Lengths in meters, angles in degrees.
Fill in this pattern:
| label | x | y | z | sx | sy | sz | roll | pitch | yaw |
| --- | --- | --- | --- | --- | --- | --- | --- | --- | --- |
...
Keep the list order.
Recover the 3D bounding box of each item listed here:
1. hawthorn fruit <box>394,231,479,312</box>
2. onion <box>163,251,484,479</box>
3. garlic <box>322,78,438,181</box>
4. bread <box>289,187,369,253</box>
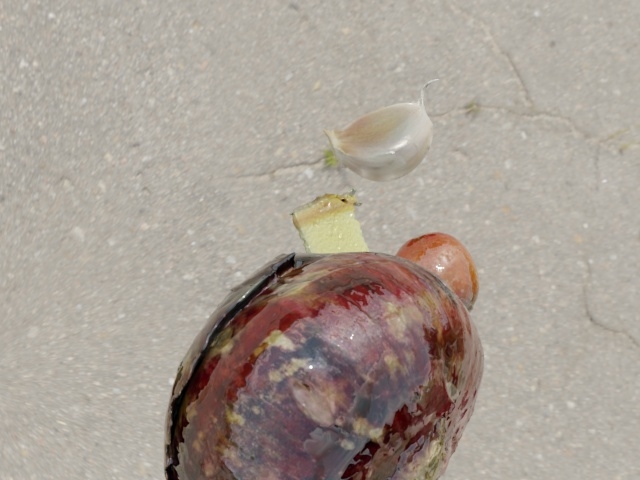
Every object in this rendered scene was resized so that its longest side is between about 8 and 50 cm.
| label | x | y | z | sx | sy | sz | roll | pitch | yaw |
| --- | --- | --- | --- | --- | --- | --- | --- | --- | --- |
| hawthorn fruit | 0.205 | 0.071 | 1.669 | 0.172 | 0.173 | 0.173 | 3 | 81 | -21 |
| onion | 0.001 | 0.117 | 0.639 | 0.246 | 0.190 | 0.246 | -33 | 136 | -38 |
| garlic | 0.161 | -0.209 | 1.824 | 0.266 | 0.128 | 0.148 | -28 | 104 | -14 |
| bread | 0.000 | 0.000 | 1.514 | 0.152 | 0.127 | 0.147 | -20 | 90 | -54 |
